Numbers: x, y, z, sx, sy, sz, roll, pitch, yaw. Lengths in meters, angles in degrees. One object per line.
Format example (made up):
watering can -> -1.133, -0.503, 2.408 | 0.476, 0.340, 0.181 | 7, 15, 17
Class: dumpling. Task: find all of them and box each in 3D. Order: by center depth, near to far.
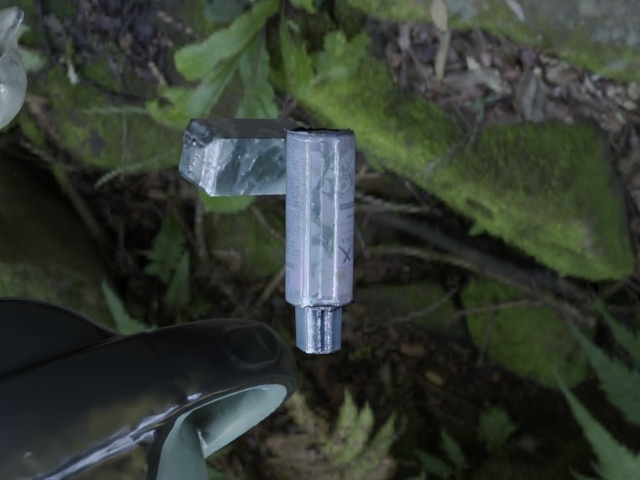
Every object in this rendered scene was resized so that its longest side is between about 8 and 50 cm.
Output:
dumpling -> -0.332, -0.133, 1.108 | 0.118, 0.136, 0.199 | 43, 125, -15

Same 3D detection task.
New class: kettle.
kettle -> -0.115, 0.106, 0.629 | 0.221, 0.161, 0.236 | -22, 163, -9

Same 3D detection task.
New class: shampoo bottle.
shampoo bottle -> 0.000, 0.000, 1.187 | 0.072, 0.072, 0.214 | 0, 102, -1

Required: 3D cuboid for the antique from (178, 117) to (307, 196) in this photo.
antique -> -0.101, -0.115, 1.723 | 0.183, 0.088, 0.086 | -3, 115, -35
